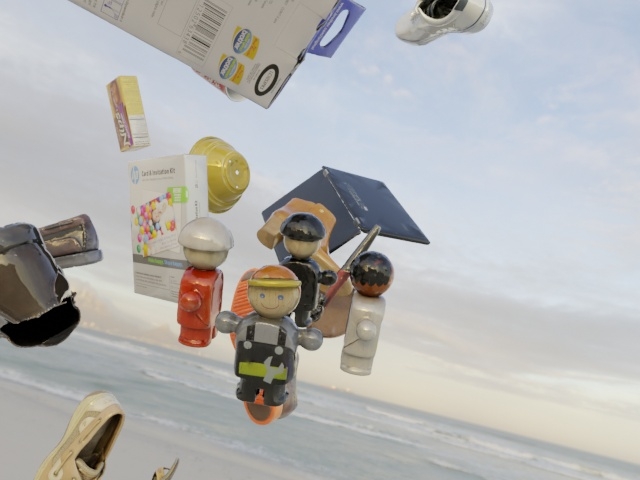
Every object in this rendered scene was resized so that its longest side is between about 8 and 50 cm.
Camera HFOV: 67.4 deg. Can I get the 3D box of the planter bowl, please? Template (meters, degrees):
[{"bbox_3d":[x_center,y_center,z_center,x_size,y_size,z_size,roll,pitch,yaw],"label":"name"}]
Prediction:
[{"bbox_3d":[-0.259,-0.184,1.330,0.090,0.217,0.217,-1,-22,32],"label":"planter bowl"}]

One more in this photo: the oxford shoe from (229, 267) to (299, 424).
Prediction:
[{"bbox_3d":[-0.131,0.250,1.178,0.129,0.364,0.132,-14,-13,34],"label":"oxford shoe"}]

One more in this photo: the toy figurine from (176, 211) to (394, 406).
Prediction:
[{"bbox_3d":[-0.038,0.056,0.528,0.213,0.148,0.209,-2,16,-38],"label":"toy figurine"}]

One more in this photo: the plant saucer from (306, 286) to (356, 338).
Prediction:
[{"bbox_3d":[0.035,0.190,1.278,0.168,0.169,0.029,6,-37,26],"label":"plant saucer"}]

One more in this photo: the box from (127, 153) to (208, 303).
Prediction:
[{"bbox_3d":[-0.202,-0.016,0.636,0.145,0.186,0.038,4,6,43],"label":"box"}]

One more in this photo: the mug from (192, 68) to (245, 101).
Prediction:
[{"bbox_3d":[-0.259,-0.479,1.299,0.169,0.150,0.113,36,21,26],"label":"mug"}]

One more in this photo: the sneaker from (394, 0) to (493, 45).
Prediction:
[{"bbox_3d":[0.226,-0.463,0.972,0.091,0.094,0.258,19,1,-32],"label":"sneaker"}]

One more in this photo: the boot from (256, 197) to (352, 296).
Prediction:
[{"bbox_3d":[-0.001,0.000,1.257,0.295,0.211,0.104,34,-48,10],"label":"boot"}]

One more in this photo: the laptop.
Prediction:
[{"bbox_3d":[0.068,-0.048,1.583,0.407,0.382,0.236,10,-57,-28],"label":"laptop"}]

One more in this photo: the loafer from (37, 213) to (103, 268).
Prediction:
[{"bbox_3d":[-0.554,0.013,0.878,0.302,0.095,0.109,-6,5,-2],"label":"loafer"}]

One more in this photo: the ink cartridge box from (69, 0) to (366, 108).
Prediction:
[{"bbox_3d":[-0.121,-0.372,0.659,0.395,0.151,0.270,25,-48,-23],"label":"ink cartridge box"}]

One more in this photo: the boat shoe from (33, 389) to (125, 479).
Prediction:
[{"bbox_3d":[-0.579,0.538,1.147,0.110,0.341,0.121,21,-4,38],"label":"boat shoe"}]

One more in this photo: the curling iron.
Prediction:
[{"bbox_3d":[0.057,0.077,1.090,0.035,0.274,0.068,39,-11,1],"label":"curling iron"}]

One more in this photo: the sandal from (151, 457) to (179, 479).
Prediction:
[{"bbox_3d":[-0.442,0.655,1.307,0.049,0.072,0.180,32,27,7],"label":"sandal"}]

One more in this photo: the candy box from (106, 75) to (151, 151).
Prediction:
[{"bbox_3d":[-0.525,-0.342,1.312,0.053,0.187,0.109,-15,11,-40],"label":"candy box"}]

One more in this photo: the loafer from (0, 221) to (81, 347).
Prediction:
[{"bbox_3d":[-0.250,0.061,0.408,0.078,0.080,0.220,57,-26,5],"label":"loafer"}]
